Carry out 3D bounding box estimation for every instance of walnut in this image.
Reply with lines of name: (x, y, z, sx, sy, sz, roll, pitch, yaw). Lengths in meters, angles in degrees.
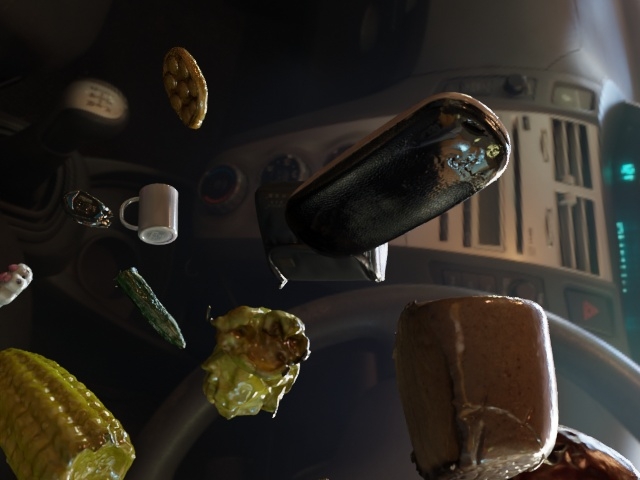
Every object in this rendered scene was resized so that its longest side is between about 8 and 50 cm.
walnut: (0.395, 0.431, 1.112, 0.269, 0.244, 0.221, 20, 82, -9)

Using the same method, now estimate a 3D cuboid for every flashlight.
flashlight: (-0.634, 0.107, 1.238, 0.047, 0.200, 0.093, 45, 33, -25)

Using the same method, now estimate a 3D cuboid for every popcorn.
popcorn: (-0.106, 0.175, 0.942, 0.173, 0.195, 0.168, 44, 73, 4)

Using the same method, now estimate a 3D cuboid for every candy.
candy: (-0.273, 0.175, 0.632, 0.094, 0.199, 0.106, 4, 115, -52)

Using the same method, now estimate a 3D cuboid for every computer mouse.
computer mouse: (-0.577, -0.072, 1.563, 0.135, 0.047, 0.079, 25, 47, -30)

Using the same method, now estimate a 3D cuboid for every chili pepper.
chili pepper: (-0.387, 0.162, 1.474, 0.059, 0.088, 0.227, -38, 79, -22)

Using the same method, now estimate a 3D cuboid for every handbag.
handbag: (-0.001, 0.000, 1.482, 0.178, 0.302, 0.274, -39, 129, -69)

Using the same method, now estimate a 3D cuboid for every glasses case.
glasses case: (0.079, -0.065, 0.764, 0.122, 0.314, 0.075, 38, 46, -21)

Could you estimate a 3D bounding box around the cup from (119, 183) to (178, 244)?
cup: (-0.435, -0.064, 1.642, 0.099, 0.136, 0.133, 55, 25, -59)

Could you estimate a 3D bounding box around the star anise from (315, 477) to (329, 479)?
star anise: (0.089, 0.514, 0.897, 0.349, 0.109, 0.292, 44, 8, 7)

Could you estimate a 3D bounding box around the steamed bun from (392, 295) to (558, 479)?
steamed bun: (0.219, 0.196, 0.862, 0.301, 0.199, 0.251, 100, -19, -72)

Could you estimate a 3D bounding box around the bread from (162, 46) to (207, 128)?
bread: (-0.179, -0.202, 0.849, 0.024, 0.110, 0.110, -23, 104, -31)
